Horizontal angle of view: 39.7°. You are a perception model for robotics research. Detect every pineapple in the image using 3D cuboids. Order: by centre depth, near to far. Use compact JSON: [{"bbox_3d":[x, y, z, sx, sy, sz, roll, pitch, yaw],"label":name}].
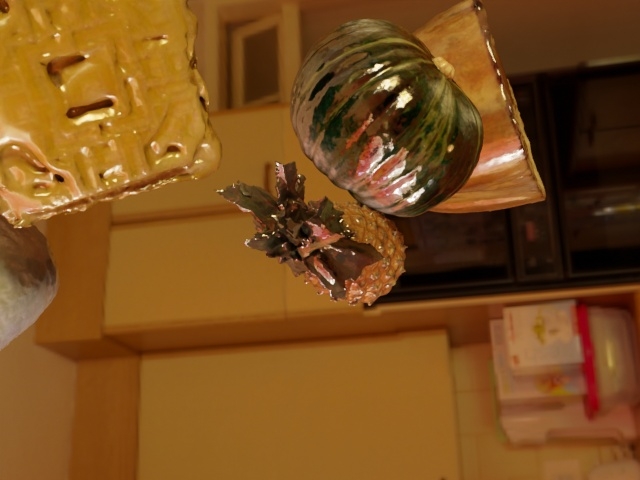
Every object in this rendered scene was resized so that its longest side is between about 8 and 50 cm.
[{"bbox_3d":[0.001,0.004,1.202,0.364,0.165,0.166,21,-116,-66],"label":"pineapple"}]

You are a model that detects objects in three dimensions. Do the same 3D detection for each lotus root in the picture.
[{"bbox_3d":[0.190,-0.184,1.319,0.316,0.250,0.316,41,-139,-49],"label":"lotus root"}]

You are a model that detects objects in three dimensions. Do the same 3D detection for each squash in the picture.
[{"bbox_3d":[0.069,-0.128,0.939,0.218,0.172,0.218,43,-173,-6],"label":"squash"}]

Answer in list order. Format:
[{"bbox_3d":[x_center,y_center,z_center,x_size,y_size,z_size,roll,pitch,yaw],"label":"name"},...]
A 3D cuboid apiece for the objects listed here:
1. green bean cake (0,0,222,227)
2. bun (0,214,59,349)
[{"bbox_3d":[-0.213,-0.142,0.786,0.131,0.229,0.224,34,140,59],"label":"green bean cake"},{"bbox_3d":[-0.442,0.068,0.908,0.211,0.362,0.362,55,-165,-7],"label":"bun"}]
